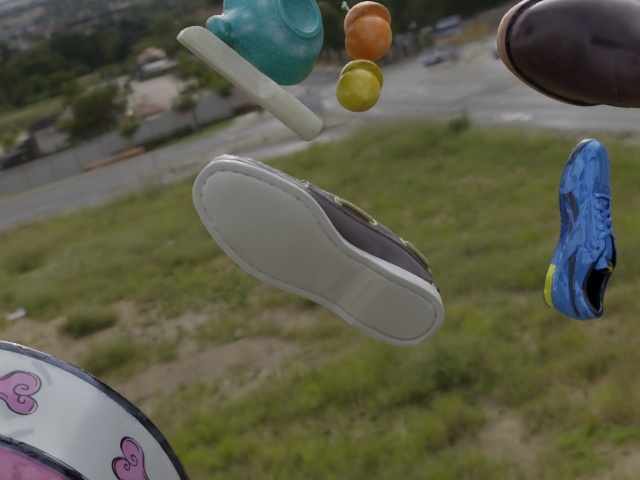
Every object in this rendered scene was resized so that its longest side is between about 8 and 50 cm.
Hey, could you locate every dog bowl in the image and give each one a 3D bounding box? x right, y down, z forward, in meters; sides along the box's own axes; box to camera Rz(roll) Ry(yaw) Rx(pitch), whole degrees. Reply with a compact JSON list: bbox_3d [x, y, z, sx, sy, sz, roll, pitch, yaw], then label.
[{"bbox_3d":[-0.326,0.295,1.117,0.408,0.408,0.150,-14,28,11],"label":"dog bowl"}]

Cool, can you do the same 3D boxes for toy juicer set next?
[{"bbox_3d":[-0.029,-0.211,1.372,0.089,0.209,0.329,-25,19,42],"label":"toy juicer set"}]

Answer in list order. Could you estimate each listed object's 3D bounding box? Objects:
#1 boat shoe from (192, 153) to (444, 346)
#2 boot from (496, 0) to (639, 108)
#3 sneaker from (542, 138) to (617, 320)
[{"bbox_3d":[0.000,0.000,1.352,0.116,0.324,0.097,-50,19,26],"label":"boat shoe"},{"bbox_3d":[0.270,-0.128,0.844,0.248,0.090,0.207,8,5,-17],"label":"boot"},{"bbox_3d":[0.317,-0.011,1.398,0.069,0.209,0.082,7,4,-35],"label":"sneaker"}]
